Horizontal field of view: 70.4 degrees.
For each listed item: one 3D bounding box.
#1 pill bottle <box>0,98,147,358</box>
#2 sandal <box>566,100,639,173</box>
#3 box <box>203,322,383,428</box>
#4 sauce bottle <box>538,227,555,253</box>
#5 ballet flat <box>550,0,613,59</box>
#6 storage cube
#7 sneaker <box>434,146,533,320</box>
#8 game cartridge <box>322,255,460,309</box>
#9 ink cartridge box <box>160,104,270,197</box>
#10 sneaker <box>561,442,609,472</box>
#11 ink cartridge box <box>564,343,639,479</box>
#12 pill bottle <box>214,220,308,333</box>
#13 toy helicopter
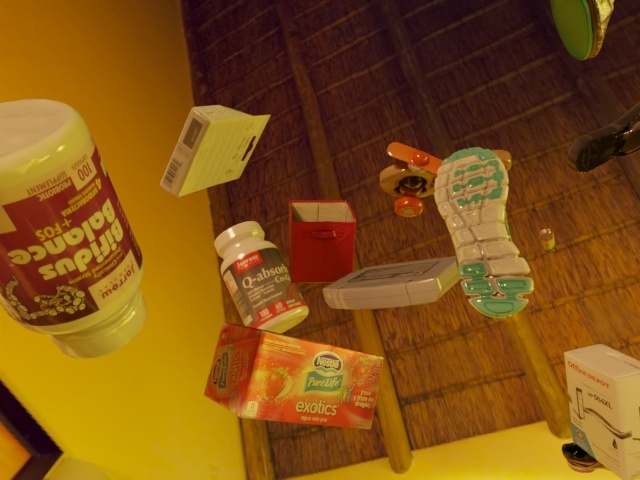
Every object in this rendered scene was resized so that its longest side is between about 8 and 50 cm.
[{"bbox_3d":[-0.316,0.004,0.545,0.169,0.169,0.301,1,-49,7],"label":"pill bottle"},{"bbox_3d":[0.588,-0.196,0.856,0.254,0.054,0.097,-31,-50,-4],"label":"sandal"},{"bbox_3d":[-0.043,0.258,0.863,0.300,0.142,0.154,21,-15,-35],"label":"box"},{"bbox_3d":[0.692,0.006,1.378,0.042,0.042,0.128,-27,-38,18],"label":"sauce bottle"},{"bbox_3d":[0.644,-0.679,1.138,0.483,0.164,0.182,35,-73,-32],"label":"ballet flat"},{"bbox_3d":[0.000,0.000,1.343,0.183,0.215,0.193,0,-68,-6],"label":"storage cube"},{"bbox_3d":[0.140,-0.004,0.403,0.065,0.166,0.076,-7,-28,17],"label":"sneaker"},{"bbox_3d":[0.161,0.097,1.022,0.297,0.198,0.062,-10,-78,41],"label":"game cartridge"},{"bbox_3d":[-0.222,-0.200,0.981,0.066,0.232,0.189,36,-62,5],"label":"ink cartridge box"},{"bbox_3d":[0.642,0.484,1.034,0.178,0.072,0.077,-32,-64,30],"label":"sneaker"},{"bbox_3d":[0.564,0.325,0.883,0.086,0.148,0.203,-11,-84,-6],"label":"ink cartridge box"},{"bbox_3d":[-0.207,0.133,1.519,0.210,0.210,0.363,-36,-107,21],"label":"pill bottle"},{"bbox_3d":[0.330,-0.194,1.241,0.355,0.140,0.235,-9,-27,27],"label":"toy helicopter"}]
